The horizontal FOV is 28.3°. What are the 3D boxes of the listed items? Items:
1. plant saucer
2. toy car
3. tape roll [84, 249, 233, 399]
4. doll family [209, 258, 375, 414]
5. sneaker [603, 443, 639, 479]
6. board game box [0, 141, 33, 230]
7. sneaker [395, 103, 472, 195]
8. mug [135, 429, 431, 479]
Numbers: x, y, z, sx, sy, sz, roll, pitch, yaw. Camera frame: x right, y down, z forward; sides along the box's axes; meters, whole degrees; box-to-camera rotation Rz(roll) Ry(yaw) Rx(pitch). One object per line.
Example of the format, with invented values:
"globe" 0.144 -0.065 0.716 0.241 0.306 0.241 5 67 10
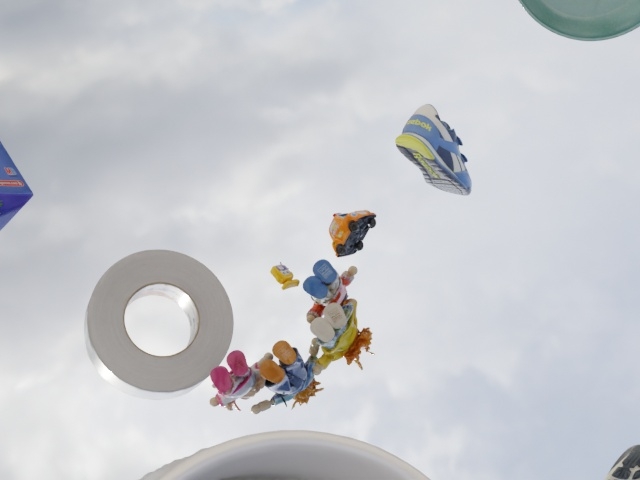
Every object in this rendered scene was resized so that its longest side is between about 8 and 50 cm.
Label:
"plant saucer" 0.180 -0.193 0.843 0.119 0.119 0.021 -22 -168 1
"toy car" 0.000 0.000 1.304 0.122 0.060 0.040 -25 -123 -33
"tape roll" -0.244 0.127 1.906 0.219 0.219 0.072 -35 174 -24
"doll family" -0.019 0.154 1.648 0.263 0.163 0.118 -44 -108 -4
"sneaker" 0.398 0.393 1.746 0.110 0.283 0.122 8 -158 -7
"board game box" -0.454 -0.109 1.151 0.078 0.233 0.347 -42 162 23
"sneaker" 0.138 -0.099 1.432 0.053 0.144 0.059 9 -113 34
"mug" -0.111 0.286 0.808 0.374 0.276 0.328 -5 166 -24
